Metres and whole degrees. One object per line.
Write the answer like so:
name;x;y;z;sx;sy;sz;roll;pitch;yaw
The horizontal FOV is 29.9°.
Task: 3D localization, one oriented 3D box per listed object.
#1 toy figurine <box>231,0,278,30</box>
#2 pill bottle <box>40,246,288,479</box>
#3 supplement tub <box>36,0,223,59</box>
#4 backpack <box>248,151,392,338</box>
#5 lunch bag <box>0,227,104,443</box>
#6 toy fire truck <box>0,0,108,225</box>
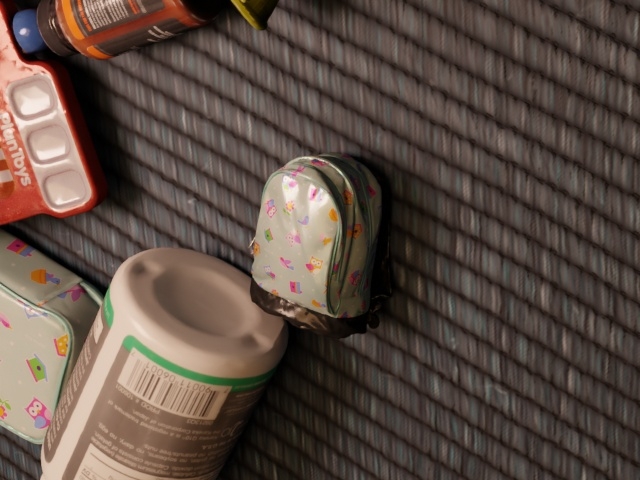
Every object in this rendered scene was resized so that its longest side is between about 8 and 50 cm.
toy figurine;-0.084;-0.409;1.129;0.217;0.191;0.362;-36;92;-2
pill bottle;-0.195;0.204;1.358;0.204;0.204;0.361;36;118;14
supplement tub;-0.209;-0.256;1.282;0.198;0.106;0.106;-12;99;29
backpack;0.000;0.000;1.246;0.152;0.115;0.182;20;111;24
lunch bag;-0.400;0.113;1.494;0.279;0.108;0.224;28;121;20
toy fire truck;-0.396;-0.157;1.385;0.254;0.169;0.302;-14;99;17
